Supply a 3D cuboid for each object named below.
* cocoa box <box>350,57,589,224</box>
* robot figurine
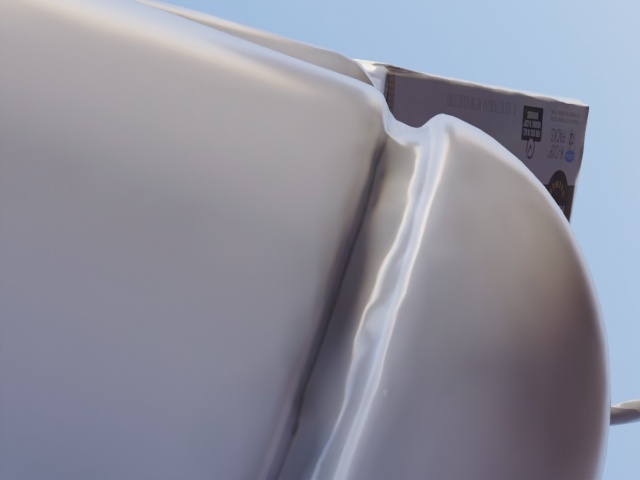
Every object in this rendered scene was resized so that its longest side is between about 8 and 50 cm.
[{"bbox_3d":[0.000,0.000,1.125,0.347,0.231,0.228,-1,-81,-63],"label":"cocoa box"},{"bbox_3d":[-0.069,0.032,0.507,0.200,0.353,0.300,113,176,-49],"label":"robot figurine"}]
